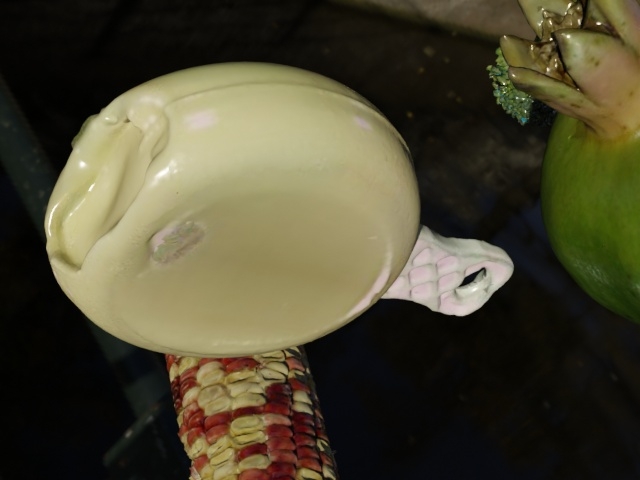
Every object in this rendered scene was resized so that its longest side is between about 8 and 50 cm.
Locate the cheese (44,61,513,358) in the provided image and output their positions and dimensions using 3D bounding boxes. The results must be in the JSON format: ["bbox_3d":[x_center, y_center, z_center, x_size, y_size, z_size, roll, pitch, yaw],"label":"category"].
[{"bbox_3d":[0.000,0.000,0.463,0.227,0.137,0.064,14,40,-41],"label":"cheese"}]

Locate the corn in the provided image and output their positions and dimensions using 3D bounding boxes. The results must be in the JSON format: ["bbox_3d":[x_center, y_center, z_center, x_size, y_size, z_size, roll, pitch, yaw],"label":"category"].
[{"bbox_3d":[-0.037,0.140,0.689,0.098,0.098,0.290,15,43,-37],"label":"corn"}]

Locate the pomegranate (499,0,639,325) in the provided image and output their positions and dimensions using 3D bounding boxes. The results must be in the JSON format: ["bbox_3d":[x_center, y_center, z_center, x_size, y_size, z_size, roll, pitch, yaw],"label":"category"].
[{"bbox_3d":[0.181,-0.050,0.539,0.225,0.187,0.187,31,34,-28],"label":"pomegranate"}]

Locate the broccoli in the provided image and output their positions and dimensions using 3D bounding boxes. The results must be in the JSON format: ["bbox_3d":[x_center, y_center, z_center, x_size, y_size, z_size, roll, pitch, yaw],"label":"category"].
[{"bbox_3d":[0.235,-0.183,1.042,0.167,0.160,0.154,-21,40,-24],"label":"broccoli"}]
